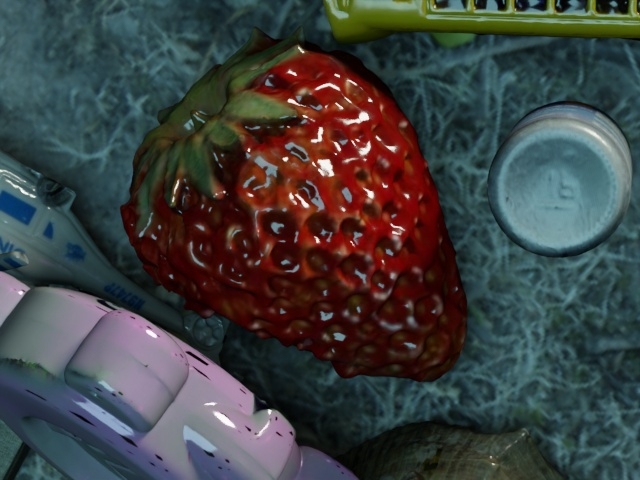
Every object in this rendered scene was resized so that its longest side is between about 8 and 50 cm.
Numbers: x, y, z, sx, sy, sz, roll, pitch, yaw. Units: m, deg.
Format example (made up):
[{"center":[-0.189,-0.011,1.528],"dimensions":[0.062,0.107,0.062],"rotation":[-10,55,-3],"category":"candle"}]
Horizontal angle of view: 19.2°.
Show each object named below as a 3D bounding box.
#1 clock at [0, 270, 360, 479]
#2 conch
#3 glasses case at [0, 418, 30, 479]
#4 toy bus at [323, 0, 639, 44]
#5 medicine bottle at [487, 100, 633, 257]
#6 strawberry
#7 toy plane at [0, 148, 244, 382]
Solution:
[{"center":[-0.108,0.117,1.183],"dimensions":[0.227,0.248,0.090],"rotation":[13,63,44],"category":"clock"},{"center":[0.077,0.207,1.255],"dimensions":[0.245,0.163,0.178],"rotation":[9,58,27],"category":"conch"},{"center":[-0.257,0.166,1.344],"dimensions":[0.071,0.047,0.205],"rotation":[29,103,3],"category":"glasses case"},{"center":[0.099,-0.195,1.169],"dimensions":[0.331,0.145,0.151],"rotation":[2,99,9],"category":"toy bus"},{"center":[0.150,-0.043,1.156],"dimensions":[0.083,0.203,0.083],"rotation":[1,98,10],"category":"medicine bottle"},{"center":[0.000,0.000,1.210],"dimensions":[0.205,0.205,0.244],"rotation":[-38,112,14],"category":"strawberry"},{"center":[-0.166,0.009,1.263],"dimensions":[0.273,0.182,0.107],"rotation":[22,71,4],"category":"toy plane"}]
